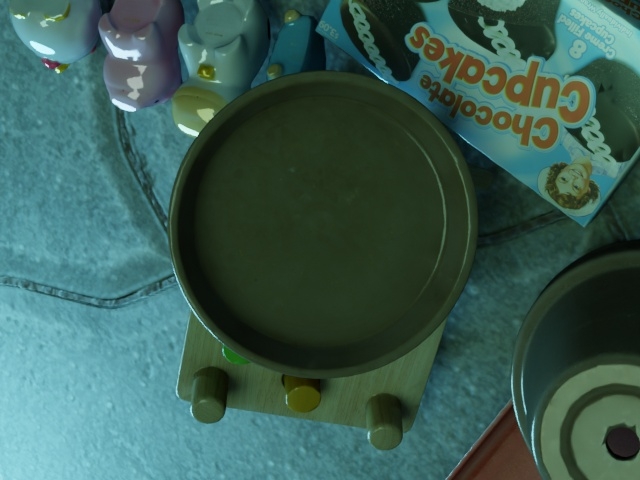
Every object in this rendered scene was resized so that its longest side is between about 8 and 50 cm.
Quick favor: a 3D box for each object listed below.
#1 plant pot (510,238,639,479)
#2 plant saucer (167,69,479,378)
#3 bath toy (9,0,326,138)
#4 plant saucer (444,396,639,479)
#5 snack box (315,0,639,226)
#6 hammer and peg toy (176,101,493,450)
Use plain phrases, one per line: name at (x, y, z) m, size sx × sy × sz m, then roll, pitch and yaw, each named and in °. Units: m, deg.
plant pot at (0.279, 0.142, 1.177) m, size 0.263 × 0.229 × 0.263 m, roll 3°, pitch 99°, yaw 19°
plant saucer at (0.003, -0.014, 1.216) m, size 0.278 × 0.041 × 0.277 m, roll -1°, pitch 100°, yaw -5°
bath toy at (-0.162, -0.190, 1.397) m, size 0.348 × 0.129 × 0.151 m, roll 18°, pitch 75°, yaw 21°
plant saucer at (0.273, 0.272, 1.383) m, size 0.259 × 0.048 × 0.258 m, roll 38°, pitch 125°, yaw 10°
snack box at (0.168, -0.181, 1.238) m, size 0.322 × 0.060 × 0.187 m, roll 37°, pitch 125°, yaw 11°
hammer and peg toy at (0.013, 0.037, 1.322) m, size 0.266 × 0.127 × 0.361 m, roll 10°, pitch 124°, yaw -7°
